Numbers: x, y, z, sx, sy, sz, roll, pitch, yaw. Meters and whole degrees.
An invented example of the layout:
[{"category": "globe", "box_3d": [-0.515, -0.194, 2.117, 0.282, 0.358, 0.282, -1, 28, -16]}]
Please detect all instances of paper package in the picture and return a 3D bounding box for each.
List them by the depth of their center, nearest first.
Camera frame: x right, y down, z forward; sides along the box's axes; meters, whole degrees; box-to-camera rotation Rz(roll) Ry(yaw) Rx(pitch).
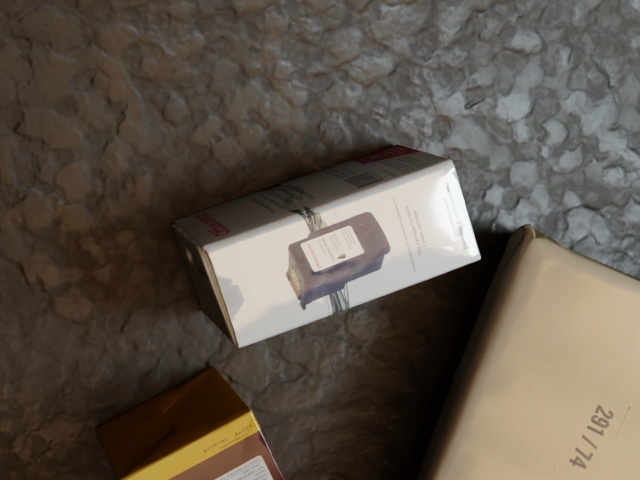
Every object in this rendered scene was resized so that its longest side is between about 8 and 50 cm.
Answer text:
[{"category": "paper package", "box_3d": [0.270, 0.190, 1.542, 0.309, 0.168, 0.325, 22, 92, 3]}]

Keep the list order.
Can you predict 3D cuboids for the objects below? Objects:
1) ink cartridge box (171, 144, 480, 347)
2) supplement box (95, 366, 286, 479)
[{"category": "ink cartridge box", "box_3d": [0.000, 0.000, 1.483, 0.237, 0.172, 0.100, -19, 102, -11]}, {"category": "supplement box", "box_3d": [-0.096, 0.245, 1.483, 0.129, 0.191, 0.194, -27, 103, -9]}]
